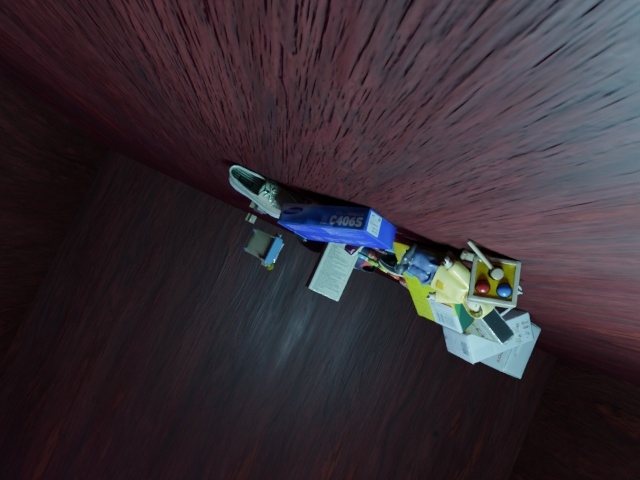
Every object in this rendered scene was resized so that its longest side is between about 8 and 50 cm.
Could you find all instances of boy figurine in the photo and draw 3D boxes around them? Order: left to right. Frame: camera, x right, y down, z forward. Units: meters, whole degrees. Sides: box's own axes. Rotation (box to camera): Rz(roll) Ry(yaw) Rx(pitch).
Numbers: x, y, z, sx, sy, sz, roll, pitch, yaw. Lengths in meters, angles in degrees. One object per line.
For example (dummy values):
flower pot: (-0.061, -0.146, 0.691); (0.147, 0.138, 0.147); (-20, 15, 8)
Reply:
boy figurine: (0.360, 0.126, 1.315); (0.285, 0.092, 0.177); (34, 138, 14)

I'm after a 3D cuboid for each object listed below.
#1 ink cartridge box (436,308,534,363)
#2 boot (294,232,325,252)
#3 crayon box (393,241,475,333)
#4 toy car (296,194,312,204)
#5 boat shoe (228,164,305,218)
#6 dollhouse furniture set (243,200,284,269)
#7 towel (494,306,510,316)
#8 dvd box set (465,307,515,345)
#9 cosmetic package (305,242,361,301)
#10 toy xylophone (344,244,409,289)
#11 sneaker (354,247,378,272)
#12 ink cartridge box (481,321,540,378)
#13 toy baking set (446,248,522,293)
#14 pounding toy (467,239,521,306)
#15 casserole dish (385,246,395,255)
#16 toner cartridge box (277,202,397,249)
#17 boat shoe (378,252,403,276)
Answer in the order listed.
ink cartridge box: (0.714, 0.396, 2.014); (0.309, 0.130, 0.272); (-16, -174, -13)
boot: (0.000, 0.000, 2.349); (0.305, 0.112, 0.115); (20, -166, -18)
crayon box: (0.369, 0.131, 1.489); (0.202, 0.081, 0.319); (20, 140, 55)
toy car: (-0.023, -0.103, 1.659); (0.224, 0.053, 0.239); (24, 175, 2)
boat shoe: (-0.190, -0.161, 1.574); (0.302, 0.109, 0.094); (27, 174, 4)
dollhouse furniture set: (-0.262, -0.015, 2.362); (0.286, 0.303, 0.198); (21, 173, 39)
towel: (0.688, 0.283, 1.855); (0.029, 0.144, 0.197); (52, 173, -3)
dvd box set: (0.521, 0.223, 1.685); (0.308, 0.062, 0.420); (53, 177, 6)
cosmetic package: (0.064, 0.101, 2.030); (0.153, 0.296, 0.129); (27, 176, -8)
toy xylophone: (0.248, 0.082, 1.889); (0.322, 0.081, 0.236); (31, -176, -9)
sneaker: (0.215, 0.107, 2.325); (0.148, 0.131, 0.350); (29, 176, 6)
ink cartridge box: (0.887, 0.502, 2.366); (0.160, 0.279, 0.384); (26, 175, -28)
toy baking set: (0.472, 0.101, 1.311); (0.196, 0.030, 0.256); (19, 164, 38)
pounding toy: (0.419, 0.084, 1.129); (0.130, 0.141, 0.100); (8, 171, 17)
casserole dish: (0.315, 0.052, 1.772); (0.114, 0.037, 0.188); (20, 172, 42)
toner cartridge box: (0.047, -0.047, 1.433); (0.347, 0.075, 0.165); (7, 164, 40)
boat shoe: (0.316, 0.093, 1.685); (0.233, 0.084, 0.079); (26, 141, 35)
